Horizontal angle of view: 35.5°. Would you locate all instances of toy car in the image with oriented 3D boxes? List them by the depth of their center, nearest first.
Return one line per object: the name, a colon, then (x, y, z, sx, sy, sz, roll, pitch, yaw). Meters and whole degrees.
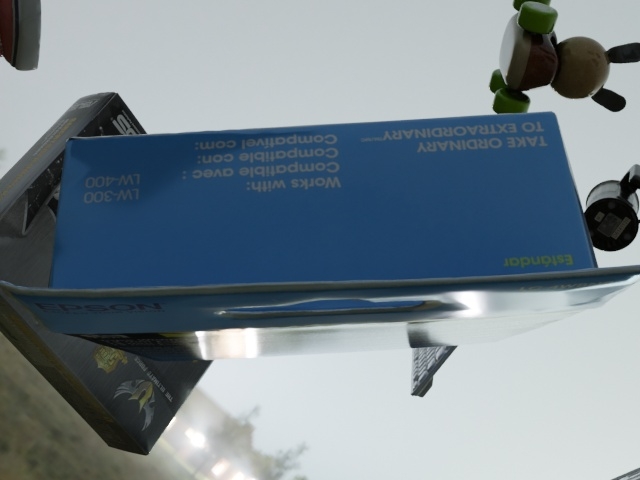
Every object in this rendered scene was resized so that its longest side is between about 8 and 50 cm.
toy car: (0.346, -0.247, 1.388, 0.188, 0.155, 0.149, 12, 31, -1)

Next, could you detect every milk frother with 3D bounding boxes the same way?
milk frother: (0.483, -0.030, 1.535, 0.143, 0.129, 0.135, 50, 24, -1)

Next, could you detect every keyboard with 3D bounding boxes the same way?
keyboard: (0.104, 0.069, 0.884, 0.014, 0.072, 0.256, 31, 12, -1)

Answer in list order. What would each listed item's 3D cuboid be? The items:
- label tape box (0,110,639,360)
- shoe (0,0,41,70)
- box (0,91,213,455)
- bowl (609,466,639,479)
label tape box: (0.000, 0.000, 0.544, 0.249, 0.115, 0.348, -3, -11, 0)
shoe: (-0.218, -0.183, 0.618, 0.178, 0.081, 0.063, 101, -23, -44)
box: (-0.166, 0.028, 0.799, 0.056, 0.183, 0.231, -1, -47, 41)
bowl: (0.379, 0.293, 1.156, 0.053, 0.142, 0.142, 66, 14, 13)
